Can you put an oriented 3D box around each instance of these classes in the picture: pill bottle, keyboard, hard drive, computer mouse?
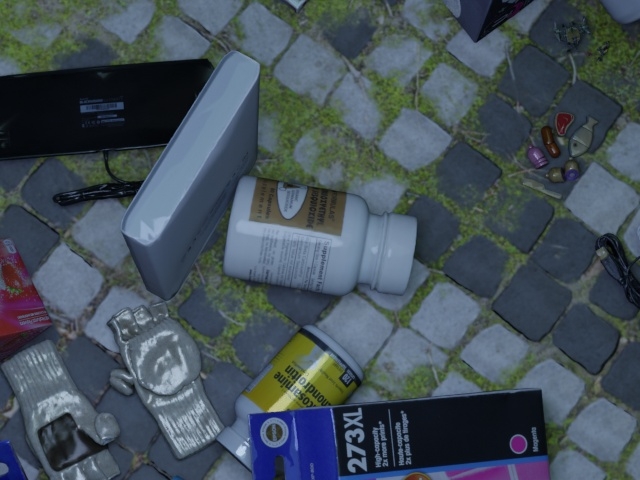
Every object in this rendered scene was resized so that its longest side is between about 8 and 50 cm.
[{"bbox_3d":[0.000,0.000,1.756,0.229,0.131,0.131,10,78,-1],"label":"pill bottle"},{"bbox_3d":[-0.040,0.201,1.726,0.103,0.103,0.184,41,79,5],"label":"pill bottle"},{"bbox_3d":[-0.280,-0.132,1.819,0.317,0.033,0.201,-5,72,-3],"label":"keyboard"},{"bbox_3d":[-0.145,-0.063,1.646,0.047,0.353,0.233,30,78,3],"label":"hard drive"},{"bbox_3d":[0.455,-0.007,1.831,0.193,0.042,0.106,-37,78,-4],"label":"computer mouse"}]

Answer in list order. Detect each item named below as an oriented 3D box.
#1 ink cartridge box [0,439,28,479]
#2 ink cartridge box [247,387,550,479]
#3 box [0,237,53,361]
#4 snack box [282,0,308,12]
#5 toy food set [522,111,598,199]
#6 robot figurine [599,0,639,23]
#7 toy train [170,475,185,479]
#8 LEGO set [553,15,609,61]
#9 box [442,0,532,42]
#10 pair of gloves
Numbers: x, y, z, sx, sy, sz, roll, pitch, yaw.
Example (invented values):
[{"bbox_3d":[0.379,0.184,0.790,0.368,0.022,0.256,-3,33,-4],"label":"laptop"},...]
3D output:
[{"bbox_3d":[-0.356,0.436,1.616,0.270,0.151,0.395,-14,78,6],"label":"ink cartridge box"},{"bbox_3d":[0.102,0.278,1.684,0.371,0.069,0.175,-3,83,-19],"label":"ink cartridge box"},{"bbox_3d":[-0.454,0.089,1.640,0.122,0.257,0.128,-32,80,26],"label":"box"},{"bbox_3d":[0.002,-0.392,1.892,0.064,0.022,0.178,40,79,6],"label":"snack box"},{"bbox_3d":[0.315,-0.120,1.855,0.078,0.019,0.122,22,78,1],"label":"toy food set"},{"bbox_3d":[0.405,-0.424,1.815,0.200,0.300,0.353,-35,96,29],"label":"robot figurine"},{"bbox_3d":[-0.177,0.417,1.683,0.143,0.105,0.248,29,81,16],"label":"toy train"},{"bbox_3d":[0.348,-0.271,1.891,0.083,0.023,0.054,45,81,-7],"label":"LEGO set"},{"bbox_3d":[0.216,-0.388,1.789,0.142,0.247,0.163,-36,82,-9],"label":"box"},{"bbox_3d":[-0.257,0.196,1.747,0.240,0.042,0.204,-20,80,-8],"label":"pair of gloves"}]
